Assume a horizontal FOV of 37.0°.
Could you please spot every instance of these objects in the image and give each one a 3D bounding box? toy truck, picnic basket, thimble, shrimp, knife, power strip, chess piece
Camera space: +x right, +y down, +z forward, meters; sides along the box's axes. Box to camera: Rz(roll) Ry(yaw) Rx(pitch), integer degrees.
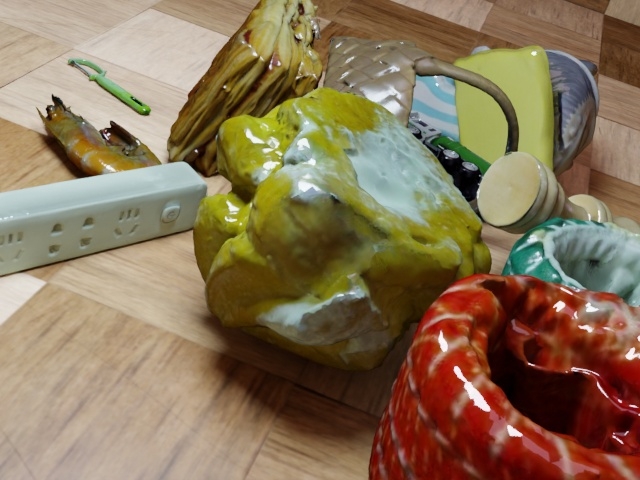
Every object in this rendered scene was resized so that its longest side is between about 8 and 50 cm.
[{"bbox_3d":[0.218,-0.126,1.656,0.242,0.101,0.125,38,37,29],"label":"toy truck"},{"bbox_3d":[0.146,-0.152,1.464,0.337,0.293,0.337,4,36,-3],"label":"picnic basket"},{"bbox_3d":[0.378,0.092,1.319,0.288,0.167,0.254,-17,46,-43],"label":"thimble"},{"bbox_3d":[-0.340,-0.151,1.459,0.249,0.068,0.150,38,23,23],"label":"shrimp"},{"bbox_3d":[-0.364,-0.273,1.687,0.212,0.015,0.054,36,27,29],"label":"knife"},{"bbox_3d":[0.230,0.210,0.991,0.350,0.230,0.350,13,32,-8],"label":"thimble"},{"bbox_3d":[-0.299,-0.032,1.252,0.385,0.091,0.062,-16,45,-43],"label":"power strip"},{"bbox_3d":[0.410,-0.017,1.500,0.397,0.117,0.117,22,22,-39],"label":"chess piece"}]

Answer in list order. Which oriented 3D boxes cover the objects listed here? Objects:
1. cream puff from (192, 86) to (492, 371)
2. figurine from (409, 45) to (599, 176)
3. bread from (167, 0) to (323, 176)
[{"bbox_3d":[0.000,0.000,1.180,0.378,0.275,0.378,26,36,-22],"label":"cream puff"},{"bbox_3d":[0.365,-0.244,1.837,0.361,0.266,0.378,18,16,33],"label":"figurine"},{"bbox_3d":[-0.106,-0.250,1.573,0.167,0.277,0.324,36,28,-13],"label":"bread"}]
